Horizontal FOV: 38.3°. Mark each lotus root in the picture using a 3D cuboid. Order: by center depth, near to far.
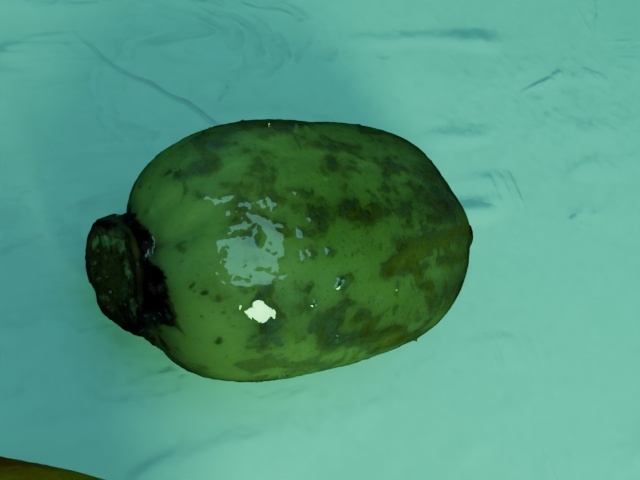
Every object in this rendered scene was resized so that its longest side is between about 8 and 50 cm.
[{"bbox_3d":[0.000,0.000,0.645,0.309,0.173,0.173,-9,69,-36],"label":"lotus root"}]

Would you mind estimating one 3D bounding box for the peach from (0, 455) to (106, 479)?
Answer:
[{"bbox_3d":[-0.130,0.238,0.372,0.308,0.289,0.289,25,52,19],"label":"peach"}]
